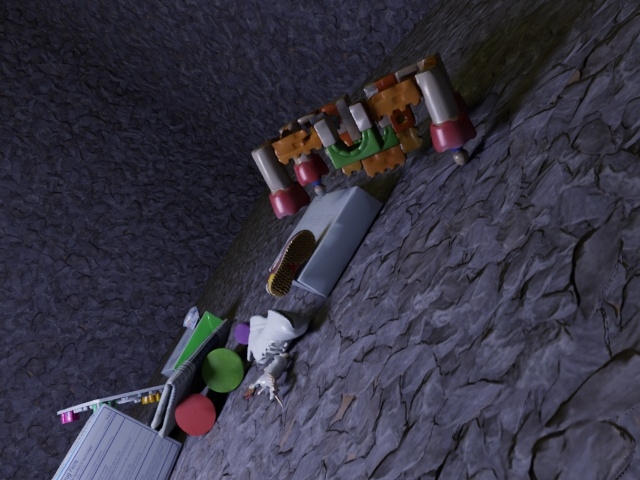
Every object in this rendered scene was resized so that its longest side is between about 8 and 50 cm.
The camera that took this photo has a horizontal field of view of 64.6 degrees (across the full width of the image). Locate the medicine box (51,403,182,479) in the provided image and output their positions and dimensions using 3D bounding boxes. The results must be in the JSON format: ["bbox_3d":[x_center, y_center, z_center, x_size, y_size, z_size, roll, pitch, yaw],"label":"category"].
[{"bbox_3d":[-0.612,0.689,1.518,0.149,0.289,0.263,-46,17,35],"label":"medicine box"}]

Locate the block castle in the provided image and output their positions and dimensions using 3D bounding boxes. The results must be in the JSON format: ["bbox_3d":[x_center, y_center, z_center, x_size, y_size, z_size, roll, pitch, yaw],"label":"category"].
[{"bbox_3d":[0.103,-0.218,1.137,0.453,0.212,0.303,-21,19,21],"label":"block castle"}]

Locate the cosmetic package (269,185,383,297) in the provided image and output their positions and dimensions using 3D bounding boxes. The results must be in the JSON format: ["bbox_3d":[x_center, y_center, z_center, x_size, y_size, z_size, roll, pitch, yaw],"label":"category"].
[{"bbox_3d":[0.000,0.000,1.435,0.284,0.097,0.377,-60,15,-8],"label":"cosmetic package"}]

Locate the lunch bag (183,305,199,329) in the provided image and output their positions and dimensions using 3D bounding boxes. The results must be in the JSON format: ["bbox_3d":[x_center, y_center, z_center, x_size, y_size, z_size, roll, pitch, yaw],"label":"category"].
[{"bbox_3d":[-0.511,0.307,2.031,0.083,0.053,0.071,-66,14,-3],"label":"lunch bag"}]

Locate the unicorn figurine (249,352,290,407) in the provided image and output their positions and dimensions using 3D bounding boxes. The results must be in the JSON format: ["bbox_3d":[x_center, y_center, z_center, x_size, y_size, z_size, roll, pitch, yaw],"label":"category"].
[{"bbox_3d":[-0.113,0.318,1.168,0.111,0.060,0.162,-44,18,41],"label":"unicorn figurine"}]

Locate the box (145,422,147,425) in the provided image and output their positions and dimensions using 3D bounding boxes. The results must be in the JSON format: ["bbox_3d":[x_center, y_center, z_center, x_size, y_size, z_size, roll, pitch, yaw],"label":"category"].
[{"bbox_3d":[-0.676,0.765,2.035,0.244,0.060,0.100,-52,13,15],"label":"box"}]

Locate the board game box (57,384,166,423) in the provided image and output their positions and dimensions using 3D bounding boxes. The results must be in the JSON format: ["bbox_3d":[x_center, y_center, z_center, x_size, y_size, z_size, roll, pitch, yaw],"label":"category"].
[{"bbox_3d":[-0.694,0.585,1.852,0.390,0.390,0.050,-26,72,42],"label":"board game box"}]

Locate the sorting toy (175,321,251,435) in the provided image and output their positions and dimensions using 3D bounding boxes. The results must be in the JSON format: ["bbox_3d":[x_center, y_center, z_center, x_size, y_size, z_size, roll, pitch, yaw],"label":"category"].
[{"bbox_3d":[-0.292,0.406,1.531,0.365,0.127,0.126,-59,-9,-3],"label":"sorting toy"}]

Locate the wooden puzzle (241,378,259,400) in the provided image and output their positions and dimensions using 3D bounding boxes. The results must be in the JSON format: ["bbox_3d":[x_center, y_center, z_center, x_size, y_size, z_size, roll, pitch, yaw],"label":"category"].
[{"bbox_3d":[-0.182,0.394,1.338,0.083,0.006,0.049,-40,21,49],"label":"wooden puzzle"}]

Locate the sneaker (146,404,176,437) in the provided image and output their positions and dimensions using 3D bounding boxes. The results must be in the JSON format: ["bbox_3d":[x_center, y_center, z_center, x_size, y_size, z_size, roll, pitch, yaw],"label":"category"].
[{"bbox_3d":[-0.567,0.705,1.766,0.130,0.109,0.286,-16,51,59],"label":"sneaker"}]

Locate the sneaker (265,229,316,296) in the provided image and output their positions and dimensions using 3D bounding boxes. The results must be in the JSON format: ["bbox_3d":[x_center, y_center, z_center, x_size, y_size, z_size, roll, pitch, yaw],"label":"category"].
[{"bbox_3d":[-0.082,0.052,1.271,0.185,0.070,0.084,-58,20,-10],"label":"sneaker"}]

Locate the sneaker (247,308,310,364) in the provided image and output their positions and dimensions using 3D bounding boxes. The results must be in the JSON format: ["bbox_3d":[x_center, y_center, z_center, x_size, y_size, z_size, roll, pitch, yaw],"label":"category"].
[{"bbox_3d":[-0.110,0.249,1.285,0.297,0.111,0.129,143,141,-62],"label":"sneaker"}]

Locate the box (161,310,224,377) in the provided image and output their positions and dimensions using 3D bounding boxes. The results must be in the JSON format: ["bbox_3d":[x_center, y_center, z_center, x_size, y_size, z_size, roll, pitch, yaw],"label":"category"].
[{"bbox_3d":[-0.508,0.447,2.073,0.231,0.127,0.262,-30,30,57],"label":"box"}]

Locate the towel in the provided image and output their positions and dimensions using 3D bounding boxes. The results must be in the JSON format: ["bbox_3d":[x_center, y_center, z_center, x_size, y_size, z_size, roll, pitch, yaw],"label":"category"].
[{"bbox_3d":[-0.403,0.428,1.593,0.312,0.056,0.324,-51,-12,-51],"label":"towel"}]
